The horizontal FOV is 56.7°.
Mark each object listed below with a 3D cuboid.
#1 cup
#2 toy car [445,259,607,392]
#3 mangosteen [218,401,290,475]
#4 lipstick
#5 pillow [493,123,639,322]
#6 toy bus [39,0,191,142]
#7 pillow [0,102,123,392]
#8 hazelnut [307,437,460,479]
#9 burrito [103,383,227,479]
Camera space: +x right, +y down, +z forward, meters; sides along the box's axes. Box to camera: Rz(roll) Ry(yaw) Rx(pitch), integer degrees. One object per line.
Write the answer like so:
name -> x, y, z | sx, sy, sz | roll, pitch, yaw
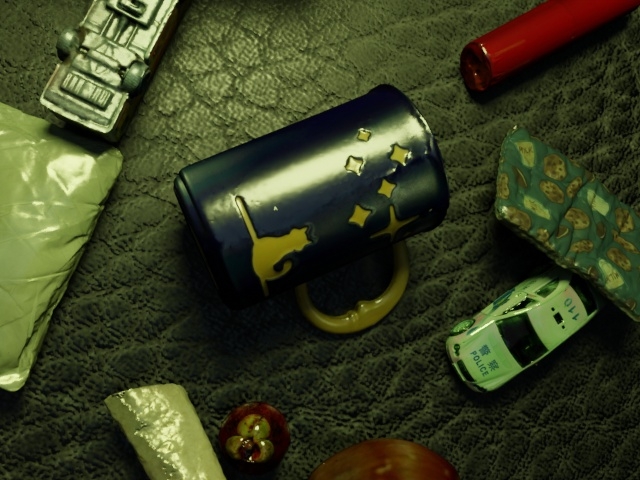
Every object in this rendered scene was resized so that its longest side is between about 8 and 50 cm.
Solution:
cup -> 0.002, -0.006, 0.650 | 0.256, 0.178, 0.255 | -25, 90, -12
toy car -> 0.266, 0.106, 0.754 | 0.224, 0.076, 0.090 | -33, 95, -14
mangosteen -> -0.072, 0.223, 0.663 | 0.080, 0.081, 0.081 | 1, 85, -13
lipstick -> 0.312, -0.288, 0.800 | 0.279, 0.073, 0.073 | -30, 93, -15
pillow -> 0.330, -0.030, 0.765 | 0.255, 0.034, 0.189 | 32, 52, -9
toy bus -> -0.207, -0.237, 0.654 | 0.092, 0.106, 0.268 | 24, 78, -10
pillow -> -0.384, -0.020, 0.610 | 0.274, 0.076, 0.281 | 23, 80, -9
hazelnut -> 0.061, 0.334, 0.621 | 0.217, 0.217, 0.252 | 22, 52, -11
burrito -> -0.137, 0.247, 0.628 | 0.087, 0.060, 0.226 | -21, 70, -48
